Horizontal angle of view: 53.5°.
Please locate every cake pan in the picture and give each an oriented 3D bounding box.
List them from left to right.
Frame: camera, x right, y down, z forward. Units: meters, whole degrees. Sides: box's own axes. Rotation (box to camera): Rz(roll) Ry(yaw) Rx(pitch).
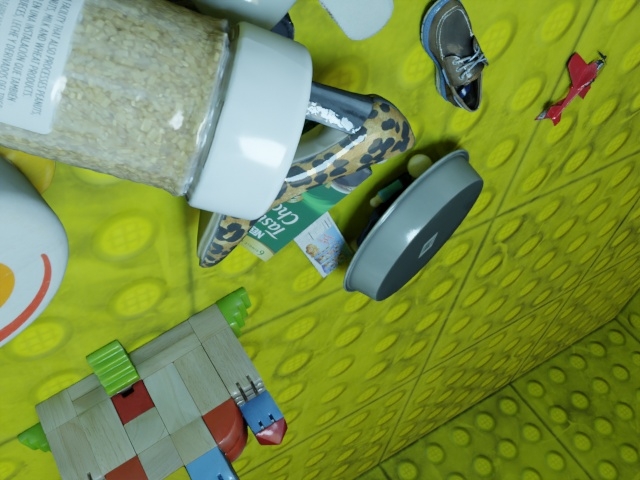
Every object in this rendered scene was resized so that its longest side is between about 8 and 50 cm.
[{"bbox_3d":[0.154,-0.013,1.008,0.293,0.054,0.293,-42,162,-17],"label":"cake pan"}]

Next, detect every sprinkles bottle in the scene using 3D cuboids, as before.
[{"bbox_3d":[-0.187,-0.114,0.366,0.355,0.121,0.121,16,127,-17],"label":"sprinkles bottle"}]

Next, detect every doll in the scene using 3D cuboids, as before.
[{"bbox_3d":[0.116,-0.059,0.987,0.129,0.046,0.189,-21,149,-46],"label":"doll"}]

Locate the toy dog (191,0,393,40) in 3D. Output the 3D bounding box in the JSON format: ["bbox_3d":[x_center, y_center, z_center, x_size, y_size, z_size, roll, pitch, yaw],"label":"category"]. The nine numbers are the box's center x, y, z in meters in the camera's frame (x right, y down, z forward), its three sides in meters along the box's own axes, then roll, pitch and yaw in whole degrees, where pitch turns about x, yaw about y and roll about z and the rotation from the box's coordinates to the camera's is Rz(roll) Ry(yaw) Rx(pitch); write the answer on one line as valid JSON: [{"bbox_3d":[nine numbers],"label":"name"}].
[{"bbox_3d":[0.030,-0.279,0.500,0.334,0.220,0.161,-21,-169,-16],"label":"toy dog"}]

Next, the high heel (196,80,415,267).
[{"bbox_3d":[-0.022,-0.049,0.684,0.186,0.093,0.261,12,128,-25],"label":"high heel"}]

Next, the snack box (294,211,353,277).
[{"bbox_3d":[0.000,0.000,0.968,0.064,0.022,0.178,-38,150,-2],"label":"snack box"}]

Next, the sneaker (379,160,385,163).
[{"bbox_3d":[0.017,-0.113,0.804,0.161,0.057,0.075,7,130,-45],"label":"sneaker"}]

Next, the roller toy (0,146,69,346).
[{"bbox_3d":[-0.320,0.000,0.508,0.209,0.146,0.191,-54,157,18],"label":"roller toy"}]

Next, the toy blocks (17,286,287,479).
[{"bbox_3d":[-0.204,0.275,0.889,0.381,0.261,0.190,-30,149,-14],"label":"toy blocks"}]

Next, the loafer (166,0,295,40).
[{"bbox_3d":[-0.142,-0.157,0.532,0.303,0.095,0.109,-14,142,-35],"label":"loafer"}]

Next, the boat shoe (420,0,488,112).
[{"bbox_3d":[0.179,-0.231,0.801,0.066,0.066,0.183,-39,150,2],"label":"boat shoe"}]

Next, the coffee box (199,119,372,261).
[{"bbox_3d":[-0.042,-0.062,0.751,0.184,0.040,0.113,-37,126,21],"label":"coffee box"}]

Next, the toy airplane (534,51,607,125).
[{"bbox_3d":[0.425,-0.253,1.071,0.151,0.028,0.151,-28,149,-19],"label":"toy airplane"}]
